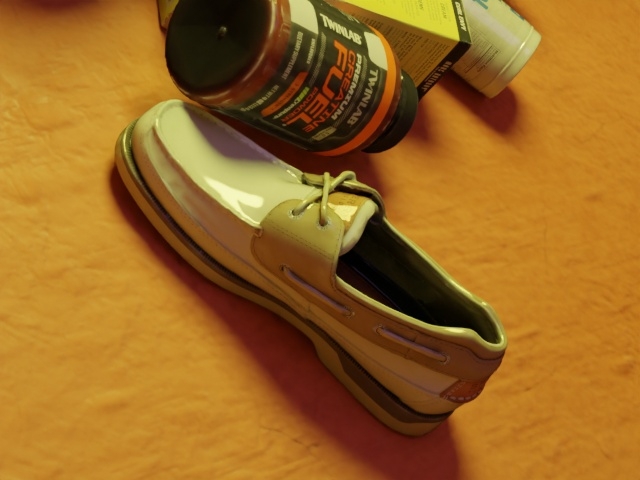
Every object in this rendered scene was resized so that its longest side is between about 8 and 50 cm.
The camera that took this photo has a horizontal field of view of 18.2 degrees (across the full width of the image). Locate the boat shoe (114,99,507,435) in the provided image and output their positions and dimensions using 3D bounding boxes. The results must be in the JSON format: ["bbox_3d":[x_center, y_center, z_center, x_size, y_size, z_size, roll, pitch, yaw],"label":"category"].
[{"bbox_3d":[0.000,0.000,1.363,0.302,0.103,0.113,40,42,-7],"label":"boat shoe"}]

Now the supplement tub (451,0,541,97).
[{"bbox_3d":[0.118,-0.175,1.622,0.107,0.071,0.071,38,42,-9],"label":"supplement tub"}]

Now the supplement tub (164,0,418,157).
[{"bbox_3d":[-0.012,-0.122,1.430,0.198,0.106,0.106,20,45,-50],"label":"supplement tub"}]

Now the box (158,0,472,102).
[{"bbox_3d":[-0.004,-0.174,1.513,0.232,0.087,0.058,14,48,-29],"label":"box"}]
